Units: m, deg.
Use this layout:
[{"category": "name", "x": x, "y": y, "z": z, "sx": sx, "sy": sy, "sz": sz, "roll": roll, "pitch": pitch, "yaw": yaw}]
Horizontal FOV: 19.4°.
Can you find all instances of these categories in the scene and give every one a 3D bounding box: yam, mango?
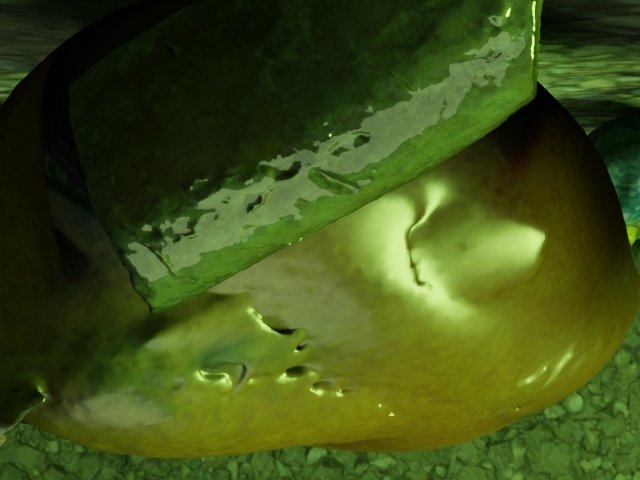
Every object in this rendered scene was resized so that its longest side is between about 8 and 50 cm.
[{"category": "yam", "x": -0.005, "y": -0.038, "z": 0.464, "sx": 0.146, "sy": 0.069, "sz": 0.070, "roll": -30, "pitch": 163, "yaw": 25}, {"category": "mango", "x": 0.000, "y": 0.000, "z": 0.648, "sx": 0.201, "sy": 0.152, "sz": 0.287, "roll": 3, "pitch": 179, "yaw": 31}]

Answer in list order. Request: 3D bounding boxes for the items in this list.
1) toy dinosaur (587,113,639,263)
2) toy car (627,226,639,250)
[{"category": "toy dinosaur", "x": 0.190, "y": -0.036, "z": 0.900, "sx": 0.248, "sy": 0.075, "sz": 0.188, "roll": 2, "pitch": 161, "yaw": -38}, {"category": "toy car", "x": 0.099, "y": 0.021, "z": 1.204, "sx": 0.200, "sy": 0.142, "sz": 0.248, "roll": 2, "pitch": 176, "yaw": -12}]
